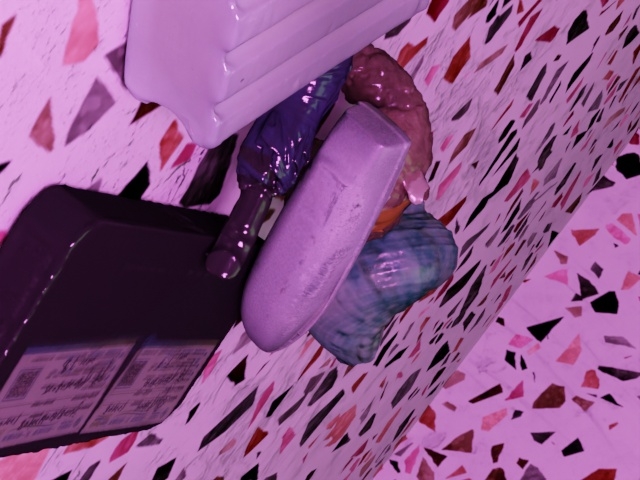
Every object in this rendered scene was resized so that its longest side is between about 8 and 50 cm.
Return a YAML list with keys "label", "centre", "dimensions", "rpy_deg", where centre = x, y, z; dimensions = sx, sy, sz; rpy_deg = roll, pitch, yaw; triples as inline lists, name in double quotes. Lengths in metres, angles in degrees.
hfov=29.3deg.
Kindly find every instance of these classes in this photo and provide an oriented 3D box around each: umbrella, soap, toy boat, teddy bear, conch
- label: "umbrella"
  centre: [-0.035, -0.086, 0.976]
  dimensions: [0.248, 0.071, 0.071]
  rpy_deg: [-64, 163, -3]
- label: "soap"
  centre: [-0.010, -0.193, 0.841]
  dimensions: [0.265, 0.087, 0.160]
  rpy_deg: [-39, 157, -40]
- label: "toy boat"
  centre: [0.000, 0.000, 1.038]
  dimensions: [0.085, 0.078, 0.261]
  rpy_deg: [-19, 146, -50]
- label: "teddy bear"
  centre: [0.040, -0.065, 1.148]
  dimensions: [0.177, 0.140, 0.190]
  rpy_deg: [-53, 171, -14]
- label: "conch"
  centre: [0.060, 0.025, 1.364]
  dimensions: [0.202, 0.134, 0.196]
  rpy_deg: [-54, -156, -18]

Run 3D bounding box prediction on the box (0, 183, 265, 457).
- label: "box"
  centre: [-0.166, 0.068, 0.975]
  dimensions: [0.211, 0.058, 0.350]
  rpy_deg: [-55, 163, 8]
